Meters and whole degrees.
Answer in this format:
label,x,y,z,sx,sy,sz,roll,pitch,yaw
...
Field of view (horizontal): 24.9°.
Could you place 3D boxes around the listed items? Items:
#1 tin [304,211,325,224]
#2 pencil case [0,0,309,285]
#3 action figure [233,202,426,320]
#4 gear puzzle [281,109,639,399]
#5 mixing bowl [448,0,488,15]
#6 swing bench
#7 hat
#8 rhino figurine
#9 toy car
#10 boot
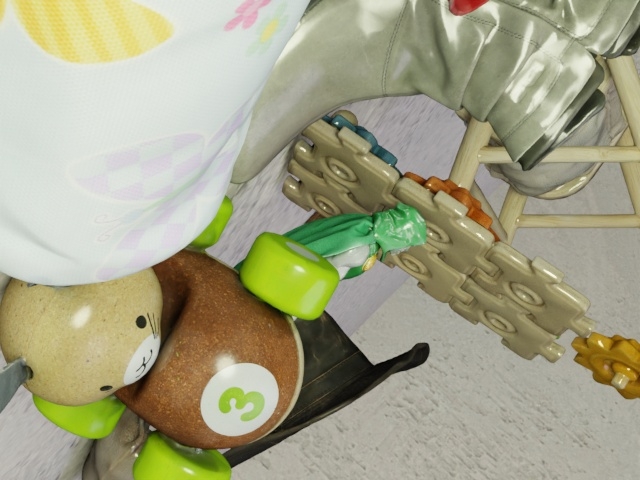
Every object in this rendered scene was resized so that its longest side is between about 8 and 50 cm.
label,x,y,z,sx,sy,sz,roll,pitch,yaw
tin,0.000,0.000,1.466,0.190,0.040,0.106,-47,177,-5
pencil case,-0.036,-0.101,0.341,0.124,0.113,0.273,-54,178,-38
action figure,-0.033,0.033,1.016,0.232,0.063,0.137,-25,-171,11
gear puzzle,0.126,0.015,1.062,0.044,0.339,0.175,-54,175,-19
mixing bowl,0.080,-0.193,0.595,0.181,0.098,0.181,-46,174,-6
swing bench,0.205,-0.131,1.178,0.253,0.165,0.255,41,51,-72
hat,-0.039,0.159,1.707,0.331,0.134,0.331,-28,173,-4
rhino figurine,-0.184,0.212,1.364,0.106,0.073,0.243,-48,176,-36
toy car,-0.103,0.050,0.737,0.155,0.149,0.188,-61,159,9
boot,0.061,-0.091,0.788,0.246,0.161,0.083,-48,173,2
